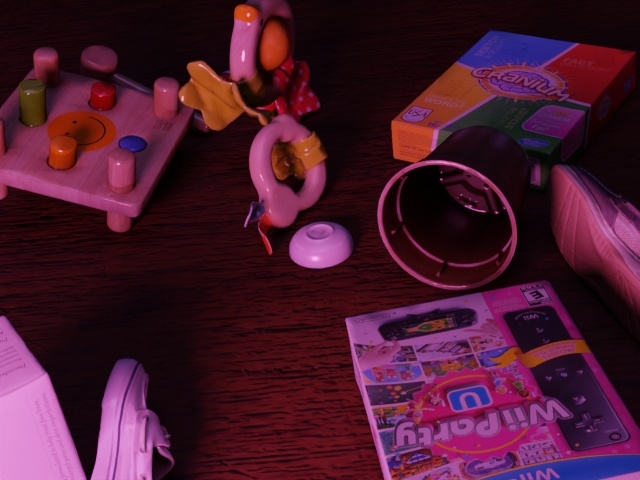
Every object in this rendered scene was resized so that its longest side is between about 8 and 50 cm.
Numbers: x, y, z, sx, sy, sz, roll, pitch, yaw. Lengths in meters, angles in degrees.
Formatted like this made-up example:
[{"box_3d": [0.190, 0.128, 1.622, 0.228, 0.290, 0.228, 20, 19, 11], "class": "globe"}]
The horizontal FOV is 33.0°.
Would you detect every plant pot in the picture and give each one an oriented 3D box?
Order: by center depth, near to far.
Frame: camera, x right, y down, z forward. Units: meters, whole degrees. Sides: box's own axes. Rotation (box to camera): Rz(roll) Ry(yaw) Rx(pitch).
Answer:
[{"box_3d": [0.174, -0.052, 1.305, 0.167, 0.167, 0.165, 7, 30, 21], "class": "plant pot"}]

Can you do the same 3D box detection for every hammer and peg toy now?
[{"box_3d": [-0.312, -0.178, 1.544, 0.265, 0.127, 0.361, 15, 41, 5], "class": "hammer and peg toy"}]

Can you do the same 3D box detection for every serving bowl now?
[{"box_3d": [0.000, 0.000, 1.369, 0.083, 0.027, 0.083, -6, 34, 4], "class": "serving bowl"}]

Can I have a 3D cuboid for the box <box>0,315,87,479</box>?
[{"box_3d": [-0.335, 0.200, 1.014, 0.182, 0.181, 0.119, -25, 39, -24], "class": "box"}]

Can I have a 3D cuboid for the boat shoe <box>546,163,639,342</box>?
[{"box_3d": [0.347, 0.008, 1.229, 0.092, 0.103, 0.285, -10, 38, -12], "class": "boat shoe"}]

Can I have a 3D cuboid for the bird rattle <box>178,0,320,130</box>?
[{"box_3d": [-0.074, -0.254, 1.568, 0.143, 0.207, 0.253, 19, 24, 28], "class": "bird rattle"}]

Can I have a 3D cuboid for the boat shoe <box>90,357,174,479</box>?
[{"box_3d": [-0.182, 0.215, 1.067, 0.075, 0.083, 0.226, 4, 46, -3], "class": "boat shoe"}]

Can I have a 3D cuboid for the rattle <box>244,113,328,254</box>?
[{"box_3d": [-0.084, -0.066, 1.449, 0.142, 0.130, 0.200, 2, 61, 33], "class": "rattle"}]

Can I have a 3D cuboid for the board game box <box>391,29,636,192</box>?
[{"box_3d": [0.284, -0.196, 1.559, 0.242, 0.064, 0.316, 15, 41, 30], "class": "board game box"}]

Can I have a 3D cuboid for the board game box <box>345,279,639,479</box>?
[{"box_3d": [0.160, 0.170, 1.017, 0.224, 0.098, 0.303, -11, 31, -3], "class": "board game box"}]

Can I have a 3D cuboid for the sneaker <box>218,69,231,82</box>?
[{"box_3d": [-0.140, -0.242, 1.731, 0.067, 0.042, 0.118, -28, 32, -33], "class": "sneaker"}]
